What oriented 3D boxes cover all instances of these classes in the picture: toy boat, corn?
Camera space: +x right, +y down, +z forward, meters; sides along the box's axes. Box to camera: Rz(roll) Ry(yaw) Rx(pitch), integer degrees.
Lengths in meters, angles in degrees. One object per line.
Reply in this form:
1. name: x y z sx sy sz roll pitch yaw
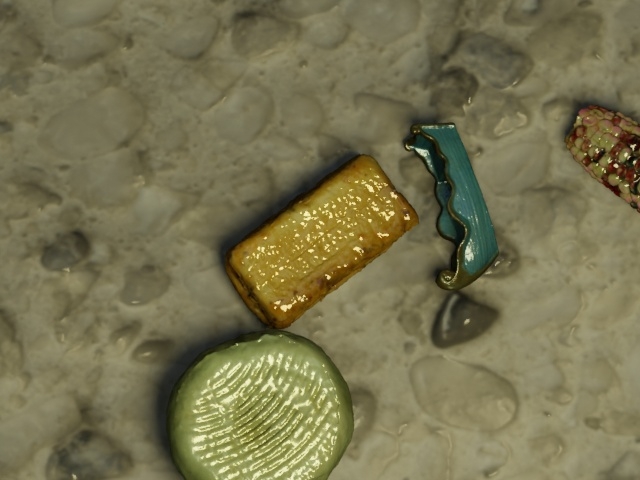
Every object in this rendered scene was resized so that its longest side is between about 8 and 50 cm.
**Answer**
1. toy boat: 0.135 -0.037 1.868 0.077 0.075 0.185 -17 78 -9
2. corn: 0.392 -0.048 1.875 0.280 0.092 0.092 35 75 14

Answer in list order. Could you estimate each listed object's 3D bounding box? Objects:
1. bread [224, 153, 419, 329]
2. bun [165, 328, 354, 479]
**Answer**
1. bread: 0.000 0.000 1.851 0.211 0.083 0.114 -35 82 -11
2. bun: -0.061 0.188 1.775 0.195 0.118 0.195 0 79 1
